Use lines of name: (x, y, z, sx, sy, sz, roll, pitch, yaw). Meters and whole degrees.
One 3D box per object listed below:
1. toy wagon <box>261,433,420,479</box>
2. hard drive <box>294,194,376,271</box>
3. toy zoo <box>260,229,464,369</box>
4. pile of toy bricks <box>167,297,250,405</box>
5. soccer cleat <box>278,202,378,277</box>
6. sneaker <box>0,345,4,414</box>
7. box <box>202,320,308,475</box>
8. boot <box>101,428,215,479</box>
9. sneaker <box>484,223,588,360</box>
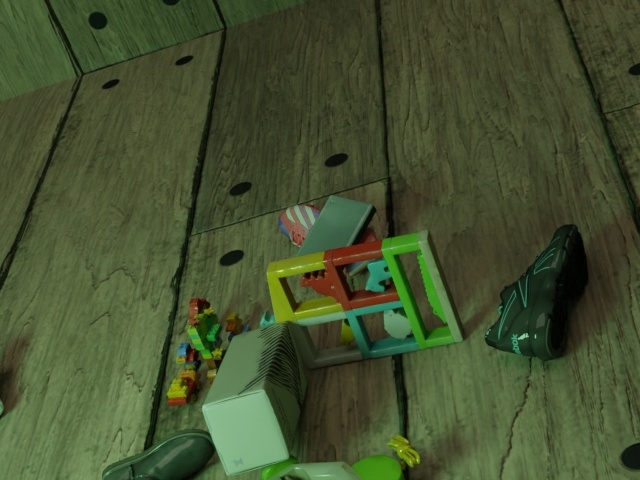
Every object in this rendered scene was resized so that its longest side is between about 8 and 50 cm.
toy wagon: (-0.014, 0.371, 1.668, 0.344, 0.068, 0.267, -30, 31, -14)
hard drive: (0.024, -0.008, 2.164, 0.094, 0.022, 0.135, 15, 67, 39)
toy zoo: (0.047, 0.096, 1.942, 0.293, 0.192, 0.030, -11, 32, 17)
pile of toy bricks: (-0.182, 0.160, 2.076, 0.118, 0.105, 0.212, -9, 33, 22)
soccer cleat: (0.000, 0.000, 2.243, 0.248, 0.083, 0.095, 18, 53, 44)
sneaker: (-0.572, 0.264, 2.203, 0.115, 0.090, 0.232, -2, 44, 20)
box: (-0.087, 0.217, 1.849, 0.094, 0.113, 0.275, -17, 15, 9)
boot: (-0.220, 0.367, 1.804, 0.190, 0.076, 0.208, -28, 26, 2)
sneaker: (0.317, 0.067, 1.905, 0.106, 0.101, 0.267, -5, 34, 31)
